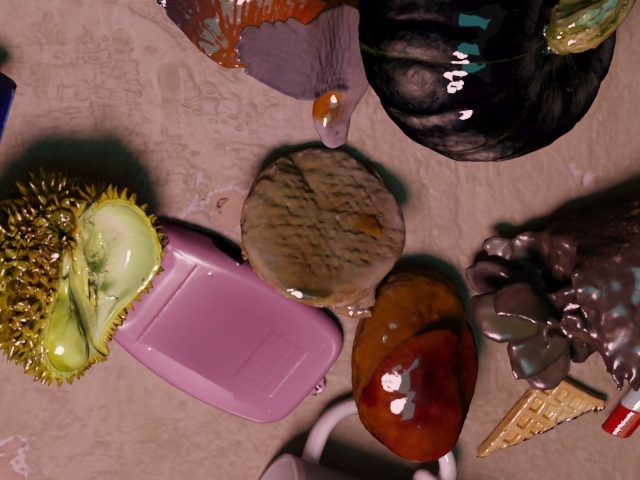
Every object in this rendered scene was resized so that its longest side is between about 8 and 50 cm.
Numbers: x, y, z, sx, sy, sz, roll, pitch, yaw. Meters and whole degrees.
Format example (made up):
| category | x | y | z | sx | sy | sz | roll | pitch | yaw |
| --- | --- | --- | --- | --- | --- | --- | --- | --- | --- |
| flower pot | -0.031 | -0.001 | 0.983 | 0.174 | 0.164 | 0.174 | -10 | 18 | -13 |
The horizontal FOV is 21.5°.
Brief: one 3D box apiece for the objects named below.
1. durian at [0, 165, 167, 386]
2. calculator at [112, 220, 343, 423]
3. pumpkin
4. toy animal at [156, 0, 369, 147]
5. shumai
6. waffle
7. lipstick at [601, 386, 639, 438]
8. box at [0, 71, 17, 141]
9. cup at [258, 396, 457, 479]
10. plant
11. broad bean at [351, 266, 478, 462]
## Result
| category | x | y | z | sx | sy | sz | roll | pitch | yaw |
| --- | --- | --- | --- | --- | --- | --- | --- | --- | --- |
| durian | -0.292 | 0.032 | 1.875 | 0.176 | 0.200 | 0.237 | 27 | 95 | 21 |
| calculator | -0.112 | 0.111 | 2.008 | 0.294 | 0.043 | 0.194 | 33 | 109 | -19 |
| pumpkin | 0.197 | -0.217 | 1.725 | 0.296 | 0.296 | 0.295 | -1 | 116 | -3 |
| toy animal | 0.022 | -0.266 | 1.818 | 0.302 | 0.225 | 0.284 | 36 | 88 | -32 |
| shumai | 0.000 | 0.000 | 1.928 | 0.201 | 0.201 | 0.120 | 10 | 155 | -8 |
| waffle | 0.273 | 0.233 | 2.103 | 0.097 | 0.023 | 0.152 | 31 | 108 | -16 |
| lipstick | 0.438 | 0.136 | 2.045 | 0.068 | 0.061 | 0.274 | 30 | 110 | -19 |
| box | -0.471 | -0.110 | 1.714 | 0.116 | 0.261 | 0.279 | -20 | 139 | 38 |
| cup | 0.060 | 0.374 | 2.058 | 0.274 | 0.259 | 0.356 | 21 | 81 | -14 |
| plant | 0.318 | 0.064 | 1.933 | 0.276 | 0.188 | 0.199 | -26 | 114 | 8 |
| broad bean | 0.113 | 0.147 | 1.981 | 0.156 | 0.122 | 0.228 | 2 | 100 | -15 |
